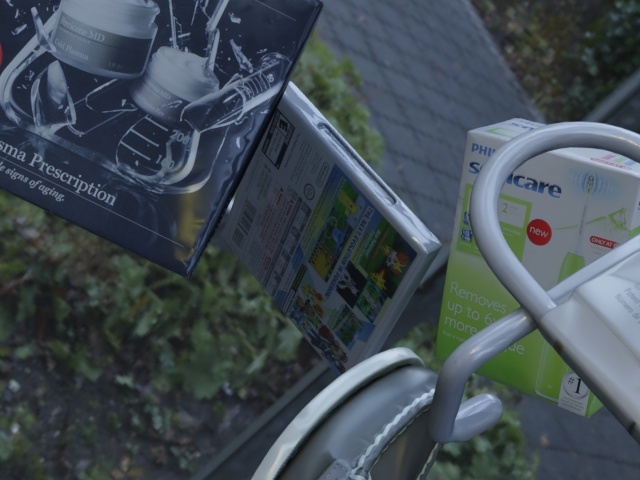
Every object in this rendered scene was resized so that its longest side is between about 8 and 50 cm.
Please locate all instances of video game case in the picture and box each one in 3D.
[{"bbox_3d":[0.000,0.000,1.525,0.036,0.329,0.300,-28,67,-34],"label":"video game case"}]

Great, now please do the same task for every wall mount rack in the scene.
[{"bbox_3d":[0.232,0.077,0.533,0.304,0.130,0.350,-28,61,-19],"label":"wall mount rack"}]

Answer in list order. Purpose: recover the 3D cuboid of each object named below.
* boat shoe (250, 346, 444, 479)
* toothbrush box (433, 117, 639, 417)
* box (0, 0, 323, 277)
[{"bbox_3d":[-0.009,0.179,0.585,0.091,0.109,0.305,21,52,33],"label":"boat shoe"},{"bbox_3d":[0.261,0.025,1.301,0.206,0.283,0.122,20,23,32],"label":"toothbrush box"},{"bbox_3d":[-0.220,-0.172,1.197,0.343,0.312,0.179,26,-3,-4],"label":"box"}]
